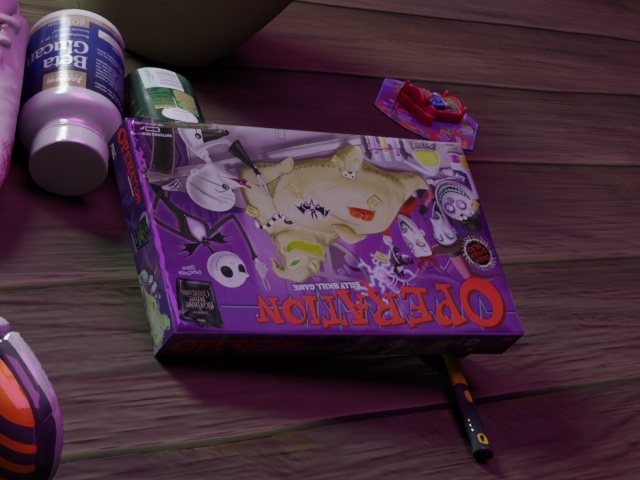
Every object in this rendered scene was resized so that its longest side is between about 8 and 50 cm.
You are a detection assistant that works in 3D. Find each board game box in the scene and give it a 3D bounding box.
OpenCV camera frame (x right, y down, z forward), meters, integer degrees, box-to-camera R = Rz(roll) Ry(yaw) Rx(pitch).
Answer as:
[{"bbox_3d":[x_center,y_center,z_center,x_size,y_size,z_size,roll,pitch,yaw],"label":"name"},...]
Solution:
[{"bbox_3d":[0.139,-0.170,2.110,0.133,0.033,0.168,26,24,-1],"label":"board game box"},{"bbox_3d":[0.000,0.000,1.466,0.347,0.056,0.208,2,63,-32],"label":"board game box"}]

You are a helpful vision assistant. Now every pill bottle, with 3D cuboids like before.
[{"bbox_3d":[-0.226,-0.123,1.546,0.094,0.094,0.169,16,43,-21],"label":"pill bottle"}]

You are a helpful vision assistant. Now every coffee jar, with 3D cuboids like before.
[{"bbox_3d":[-0.139,-0.078,1.566,0.079,0.096,0.184,11,29,-27],"label":"coffee jar"}]

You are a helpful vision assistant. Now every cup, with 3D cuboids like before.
[{"bbox_3d":[-0.151,-0.336,1.904,0.331,0.237,0.331,21,25,-10],"label":"cup"}]

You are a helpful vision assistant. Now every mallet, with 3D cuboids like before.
[{"bbox_3d":[0.113,0.123,1.493,0.062,0.039,0.189,19,29,-14],"label":"mallet"}]

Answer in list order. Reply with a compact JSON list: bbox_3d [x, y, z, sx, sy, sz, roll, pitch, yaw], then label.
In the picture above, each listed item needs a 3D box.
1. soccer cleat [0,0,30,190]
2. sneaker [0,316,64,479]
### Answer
[{"bbox_3d":[-0.312,-0.147,1.472,0.116,0.143,0.331,18,25,-19],"label":"soccer cleat"},{"bbox_3d":[-0.321,0.084,1.054,0.321,0.124,0.180,26,25,27],"label":"sneaker"}]
